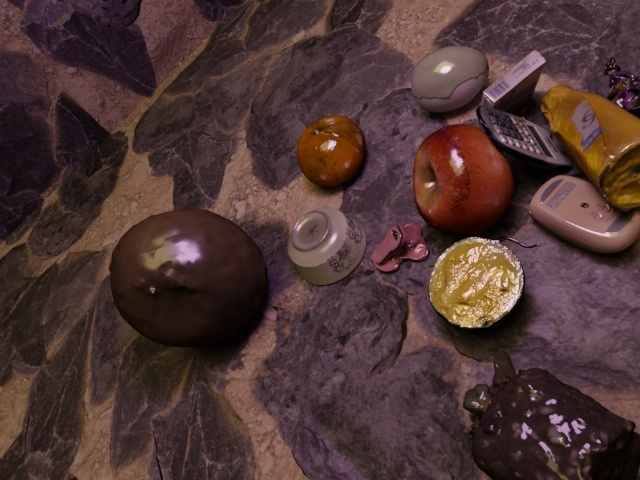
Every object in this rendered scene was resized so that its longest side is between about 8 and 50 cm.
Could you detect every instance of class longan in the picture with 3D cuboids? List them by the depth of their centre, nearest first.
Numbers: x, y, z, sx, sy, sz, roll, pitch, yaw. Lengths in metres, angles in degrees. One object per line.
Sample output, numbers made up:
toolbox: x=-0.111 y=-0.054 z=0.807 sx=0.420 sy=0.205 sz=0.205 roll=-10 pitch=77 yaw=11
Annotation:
longan: x=-0.384 y=0.104 z=1.402 sx=0.436 sy=0.404 sz=0.404 roll=-4 pitch=58 yaw=29

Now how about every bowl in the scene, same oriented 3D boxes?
bowl: x=0.000 y=0.000 z=1.407 sx=0.238 sy=0.126 sz=0.237 roll=-17 pitch=53 yaw=25

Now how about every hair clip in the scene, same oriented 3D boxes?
hair clip: x=0.212 y=0.024 z=1.316 sx=0.138 sy=0.102 sz=0.123 roll=-57 pitch=36 yaw=34

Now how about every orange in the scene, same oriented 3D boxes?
orange: x=0.030 y=-0.287 z=1.548 sx=0.240 sy=0.171 sz=0.240 roll=-16 pitch=54 yaw=23

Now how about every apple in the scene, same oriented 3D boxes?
apple: x=0.344 y=-0.145 z=1.204 sx=0.206 sy=0.251 sz=0.271 roll=-2 pitch=46 yaw=-19

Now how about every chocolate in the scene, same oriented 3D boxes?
chocolate: x=0.612 y=-0.242 z=1.115 sx=0.162 sy=0.162 sz=0.445 roll=-26 pitch=31 yaw=16

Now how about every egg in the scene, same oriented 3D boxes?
egg: x=0.383 y=-0.476 z=1.437 sx=0.217 sy=0.183 sz=0.183 roll=-11 pitch=54 yaw=38

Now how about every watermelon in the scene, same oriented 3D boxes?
watermelon: x=0.356 y=0.103 z=1.098 sx=0.204 sy=0.127 sz=0.232 roll=17 pitch=72 yaw=40

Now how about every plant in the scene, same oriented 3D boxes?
plant: x=0.372 y=0.337 z=0.875 sx=0.215 sy=0.213 sz=0.312 roll=-52 pitch=37 yaw=-5

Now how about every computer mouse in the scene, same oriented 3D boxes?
computer mouse: x=0.587 y=-0.058 z=1.088 sx=0.145 sy=0.082 sz=0.236 roll=-48 pitch=46 yaw=-6

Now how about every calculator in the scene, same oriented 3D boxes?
calculator: x=0.486 y=-0.251 z=1.192 sx=0.040 sy=0.268 sz=0.177 roll=-52 pitch=35 yaw=39

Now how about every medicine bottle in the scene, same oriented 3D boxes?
medicine bottle: x=0.495 y=-0.387 z=1.297 sx=0.171 sy=0.201 sz=0.052 roll=-39 pitch=74 yaw=4

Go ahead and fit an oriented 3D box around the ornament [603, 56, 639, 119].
ornament: x=0.744 y=-0.361 z=1.197 sx=0.088 sy=0.081 sz=0.203 roll=-15 pitch=51 yaw=23
